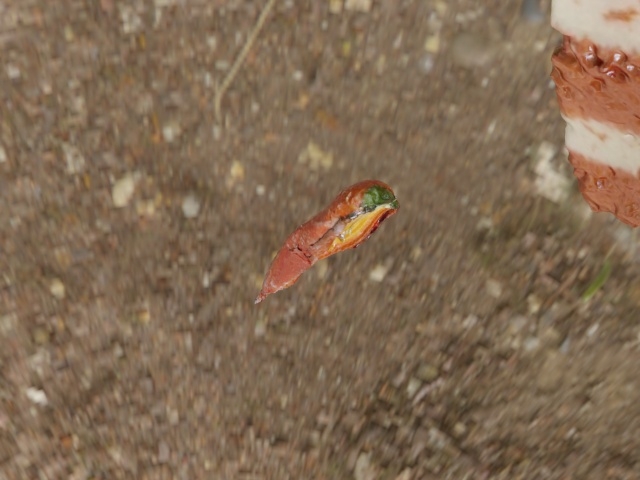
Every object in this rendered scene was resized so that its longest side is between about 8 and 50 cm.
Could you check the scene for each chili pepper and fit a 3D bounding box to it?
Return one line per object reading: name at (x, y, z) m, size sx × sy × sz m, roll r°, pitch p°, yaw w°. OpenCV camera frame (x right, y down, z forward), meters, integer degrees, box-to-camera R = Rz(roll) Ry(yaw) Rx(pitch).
chili pepper at (0.000, 0.000, 1.192) m, size 0.045 × 0.178 × 0.027 m, roll -16°, pitch 75°, yaw -33°

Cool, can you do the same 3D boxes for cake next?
cake at (0.371, -0.176, 1.637) m, size 0.270 × 0.320 × 0.269 m, roll 22°, pitch 55°, yaw 35°
